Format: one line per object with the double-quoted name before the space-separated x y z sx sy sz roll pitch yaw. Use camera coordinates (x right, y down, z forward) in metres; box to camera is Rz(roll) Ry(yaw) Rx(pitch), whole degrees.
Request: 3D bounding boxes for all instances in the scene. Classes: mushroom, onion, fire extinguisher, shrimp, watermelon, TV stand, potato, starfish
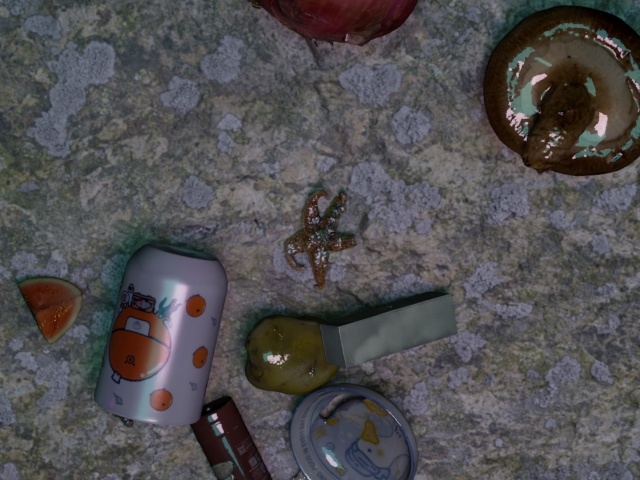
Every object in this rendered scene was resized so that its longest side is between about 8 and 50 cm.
"mushroom" 0.488 -0.290 1.826 0.345 0.239 0.345 -6 105 -22
"onion" 0.016 -0.502 1.715 0.354 0.353 0.353 0 96 -3
"fire extinguisher" -0.153 0.495 1.899 0.102 0.138 0.344 -25 95 3
"shrimp" -0.412 0.343 1.929 0.038 0.029 0.092 -10 91 7
"watermelon" -0.556 0.130 1.868 0.135 0.094 0.125 34 101 -1
"TV stand" 0.136 0.174 1.855 0.269 0.083 0.088 -13 97 -29
"potato" -0.056 0.229 1.872 0.200 0.137 0.154 0 128 -19
"starfish" 0.002 -0.002 1.911 0.150 0.053 0.209 2 100 10

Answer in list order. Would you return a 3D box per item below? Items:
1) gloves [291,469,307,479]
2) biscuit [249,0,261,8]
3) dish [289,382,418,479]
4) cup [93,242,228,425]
"gloves" -0.035 0.502 1.960 0.044 0.037 0.081 35 87 -41
"biscuit" -0.117 -0.507 1.862 0.082 0.016 0.092 12 92 0
"dish" 0.085 0.396 1.904 0.273 0.134 0.273 9 112 23
"cup" -0.304 0.174 1.827 0.212 0.212 0.317 13 93 -4
